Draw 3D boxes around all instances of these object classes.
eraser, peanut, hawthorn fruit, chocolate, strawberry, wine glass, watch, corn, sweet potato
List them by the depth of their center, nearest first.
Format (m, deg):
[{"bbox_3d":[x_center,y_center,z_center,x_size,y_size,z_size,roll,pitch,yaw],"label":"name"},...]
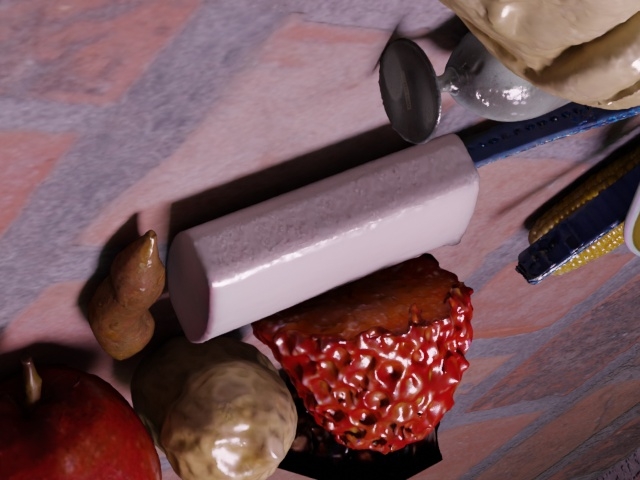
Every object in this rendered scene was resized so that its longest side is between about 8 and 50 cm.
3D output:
[{"bbox_3d":[0.156,-0.144,1.325,0.202,0.093,0.093,-15,155,-29],"label":"wine glass"},{"bbox_3d":[-0.175,0.052,1.418,0.065,0.051,0.218,-16,155,-21],"label":"sweet potato"},{"bbox_3d":[0.000,0.000,1.453,0.270,0.095,0.174,-22,164,-18],"label":"eraser"},{"bbox_3d":[-0.258,0.208,1.478,0.230,0.210,0.266,-11,137,-22],"label":"hawthorn fruit"},{"bbox_3d":[0.046,0.116,1.561,0.234,0.234,0.178,-17,112,-27],"label":"strawberry"},{"bbox_3d":[-0.112,0.169,1.579,0.159,0.143,0.291,11,-176,-8],"label":"peanut"},{"bbox_3d":[0.272,-0.097,1.596,0.274,0.068,0.276,-33,146,8],"label":"watch"},{"bbox_3d":[0.367,-0.065,1.761,0.320,0.097,0.097,-35,158,22],"label":"corn"},{"bbox_3d":[0.040,0.166,1.871,0.224,0.206,0.177,-12,110,-58],"label":"chocolate"}]

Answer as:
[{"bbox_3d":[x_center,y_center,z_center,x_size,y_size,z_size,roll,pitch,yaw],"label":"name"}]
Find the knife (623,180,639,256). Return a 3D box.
[{"bbox_3d":[0.360,-0.101,1.568,0.061,0.027,0.343,-14,140,-26],"label":"knife"}]

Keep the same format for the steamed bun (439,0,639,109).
[{"bbox_3d":[0.219,-0.218,0.980,0.372,0.230,0.325,-27,-178,22],"label":"steamed bun"}]
